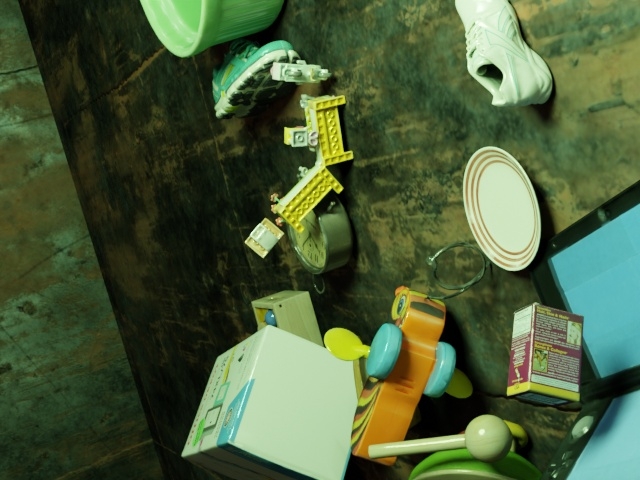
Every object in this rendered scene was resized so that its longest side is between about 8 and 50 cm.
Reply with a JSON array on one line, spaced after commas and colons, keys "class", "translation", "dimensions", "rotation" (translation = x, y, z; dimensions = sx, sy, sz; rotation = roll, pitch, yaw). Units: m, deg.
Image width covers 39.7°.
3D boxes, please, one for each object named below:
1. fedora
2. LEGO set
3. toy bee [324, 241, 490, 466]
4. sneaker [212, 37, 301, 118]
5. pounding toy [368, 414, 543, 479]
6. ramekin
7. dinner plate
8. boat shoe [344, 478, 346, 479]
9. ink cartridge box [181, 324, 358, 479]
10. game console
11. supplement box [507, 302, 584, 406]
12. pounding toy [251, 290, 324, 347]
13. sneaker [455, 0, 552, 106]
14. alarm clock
[{"class": "fedora", "translation": [0.098, 0.224, 1.268], "dimensions": [0.194, 0.079, 0.194], "rotation": [-12, -90, -84]}, {"class": "LEGO set", "translation": [-0.037, -0.116, 1.292], "dimensions": [0.107, 0.132, 0.287], "rotation": [31, 112, 62]}, {"class": "toy bee", "translation": [0.124, 0.134, 1.142], "dimensions": [0.195, 0.298, 0.162], "rotation": [41, -169, -13]}, {"class": "sneaker", "translation": [-0.117, -0.266, 1.393], "dimensions": [0.275, 0.107, 0.110], "rotation": [-13, 89, 65]}, {"class": "pounding toy", "translation": [0.192, 0.262, 1.087], "dimensions": [0.183, 0.110, 0.237], "rotation": [-11, 136, 32]}, {"class": "ramekin", "translation": [-0.172, -0.439, 1.329], "dimensions": [0.303, 0.148, 0.303], "rotation": [43, 143, 45]}, {"class": "dinner plate", "translation": [0.204, -0.036, 0.983], "dimensions": [0.141, 0.017, 0.141], "rotation": [45, 143, 50]}, {"class": "boat shoe", "translation": [-0.003, 0.454, 1.596], "dimensions": [0.367, 0.136, 0.156], "rotation": [48, 162, 53]}, {"class": "ink cartridge box", "translation": [-0.077, 0.290, 1.466], "dimensions": [0.270, 0.197, 0.198], "rotation": [-38, 30, 60]}, {"class": "game console", "translation": [0.262, 0.102, 0.798], "dimensions": [0.173, 0.250, 0.293], "rotation": [42, 152, 1]}, {"class": "supplement box", "translation": [0.209, 0.107, 0.826], "dimensions": [0.043, 0.055, 0.083], "rotation": [135, 148, -66]}, {"class": "pounding toy", "translation": [-0.075, 0.166, 1.595], "dimensions": [0.141, 0.100, 0.130], "rotation": [-4, 102, 65]}, {"class": "sneaker", "translation": [0.172, -0.198, 0.895], "dimensions": [0.152, 0.061, 0.053], "rotation": [63, 155, 22]}, {"class": "alarm clock", "translation": [0.000, 0.000, 1.373], "dimensions": [0.129, 0.064, 0.192], "rotation": [43, 139, 46]}]
